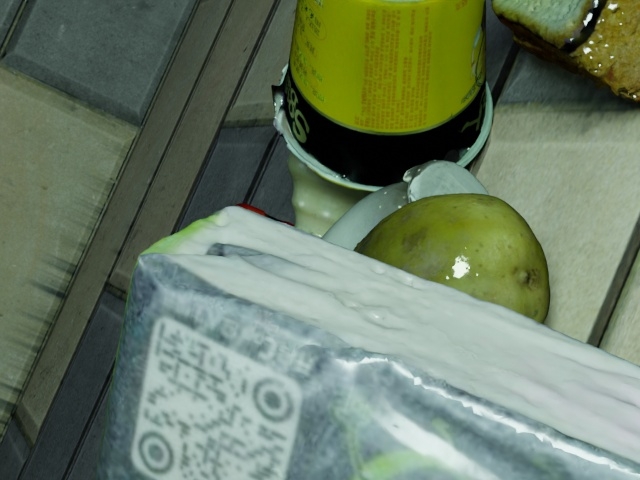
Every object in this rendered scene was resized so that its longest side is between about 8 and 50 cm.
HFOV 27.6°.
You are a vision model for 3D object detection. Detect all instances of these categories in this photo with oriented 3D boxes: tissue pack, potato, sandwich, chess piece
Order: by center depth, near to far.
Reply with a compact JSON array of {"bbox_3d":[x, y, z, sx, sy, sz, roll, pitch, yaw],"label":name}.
[{"bbox_3d":[0.010,0.214,0.674,0.124,0.288,0.394,-30,-43,-59],"label":"tissue pack"},{"bbox_3d":[0.078,0.067,1.022,0.228,0.148,0.197,-19,55,58],"label":"potato"},{"bbox_3d":[0.254,-0.264,1.057,0.273,0.095,0.249,-60,20,12],"label":"sandwich"},{"bbox_3d":[0.000,0.000,1.362,0.243,0.133,0.133,-69,19,4],"label":"chess piece"}]

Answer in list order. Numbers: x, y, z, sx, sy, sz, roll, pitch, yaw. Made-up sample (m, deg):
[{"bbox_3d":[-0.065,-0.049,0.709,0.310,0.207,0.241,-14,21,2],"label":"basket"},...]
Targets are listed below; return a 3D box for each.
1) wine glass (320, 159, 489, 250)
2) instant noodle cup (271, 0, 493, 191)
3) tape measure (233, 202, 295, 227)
[{"bbox_3d":[0.065,0.012,1.185,0.204,0.111,0.111,-37,34,48],"label":"wine glass"},{"bbox_3d":[0.060,-0.191,1.169,0.236,0.215,0.216,90,-170,-56],"label":"instant noodle cup"},{"bbox_3d":[-0.118,0.101,1.546,0.260,0.114,0.253,-43,28,47],"label":"tape measure"}]
